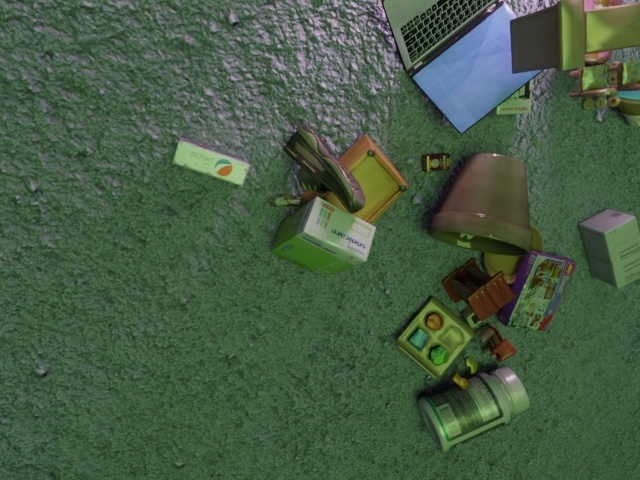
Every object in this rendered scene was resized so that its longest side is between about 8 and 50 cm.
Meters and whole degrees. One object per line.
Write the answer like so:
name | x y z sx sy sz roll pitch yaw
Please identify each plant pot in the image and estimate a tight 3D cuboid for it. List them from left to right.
plant pot | 0.541 -0.119 1.614 0.324 0.323 0.280 17 84 -16
plant pot | 0.698 0.042 1.812 0.237 0.032 0.236 -3 106 -13

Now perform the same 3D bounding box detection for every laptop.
laptop | 0.447 -0.615 1.460 0.382 0.236 0.408 -39 139 -1

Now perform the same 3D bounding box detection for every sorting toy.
sorting toy | 0.451 0.382 1.785 0.307 0.041 0.229 41 82 -4

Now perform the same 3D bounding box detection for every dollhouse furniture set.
dollhouse furniture set | 0.610 0.264 1.763 0.152 0.201 0.374 -35 109 -3
dollhouse furniture set | 0.778 -0.584 1.382 0.395 0.256 0.361 -11 106 -5

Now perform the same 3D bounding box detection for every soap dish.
soap dish | 0.120 -0.155 1.584 0.291 0.118 0.229 -44 109 1

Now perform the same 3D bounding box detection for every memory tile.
memory tile | 0.952 -0.523 1.685 0.012 0.113 0.147 -28 115 -49

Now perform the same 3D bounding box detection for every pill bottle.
pill bottle | 0.568 0.618 1.848 0.362 0.204 0.204 -21 108 -6

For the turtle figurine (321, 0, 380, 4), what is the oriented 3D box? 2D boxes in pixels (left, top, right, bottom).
turtle figurine | 0.070 -0.820 1.375 0.275 0.198 0.266 33 80 -29

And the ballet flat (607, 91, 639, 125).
ballet flat | 1.158 -0.471 1.749 0.343 0.116 0.124 -11 126 -13

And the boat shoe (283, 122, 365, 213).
boat shoe | 0.006 -0.194 1.465 0.130 0.355 0.132 -42 145 13

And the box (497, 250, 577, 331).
box | 0.802 0.190 1.838 0.201 0.057 0.293 11 107 -23

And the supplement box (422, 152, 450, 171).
supplement box | 0.385 -0.260 1.654 0.084 0.043 0.054 -9 105 -11

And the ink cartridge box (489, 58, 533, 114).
ink cartridge box | 0.620 -0.500 1.625 0.128 0.072 0.174 -6 106 -12

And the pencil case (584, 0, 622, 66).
pencil case | 0.865 -0.744 1.567 0.160 0.167 0.385 1 107 -24

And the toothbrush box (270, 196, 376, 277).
toothbrush box | 0.000 0.000 1.504 0.206 0.283 0.122 26 69 -17

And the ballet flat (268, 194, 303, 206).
ballet flat | -0.109 -0.126 1.582 0.115 0.041 0.041 -2 105 -12

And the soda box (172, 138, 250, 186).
soda box | -0.326 -0.233 1.489 0.216 0.069 0.073 18 101 -16

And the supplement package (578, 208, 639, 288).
supplement package | 1.083 0.030 1.838 0.134 0.139 0.243 -26 110 -4
